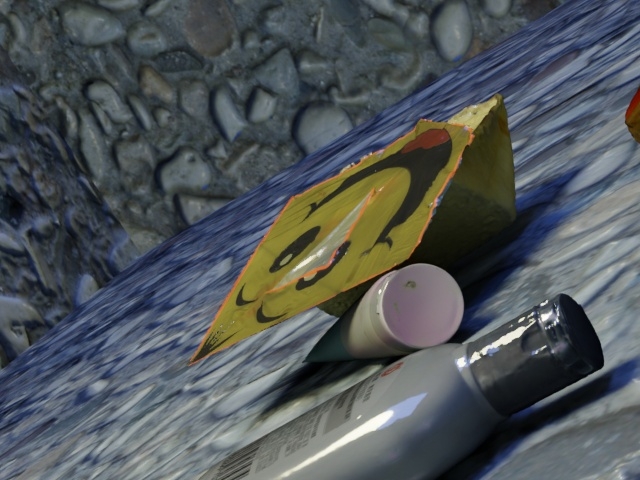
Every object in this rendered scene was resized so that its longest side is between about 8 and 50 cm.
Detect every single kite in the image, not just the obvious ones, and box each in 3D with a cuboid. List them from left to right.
[{"bbox_3d":[0.001,0.002,1.719,0.327,0.013,0.377,-44,18,-8],"label":"kite"}]

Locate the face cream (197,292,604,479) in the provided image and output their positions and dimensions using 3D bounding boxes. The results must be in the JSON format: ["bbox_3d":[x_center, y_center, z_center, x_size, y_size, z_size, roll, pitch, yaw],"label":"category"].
[{"bbox_3d":[0.043,0.121,1.214,0.291,0.071,0.144,-31,7,21],"label":"face cream"}]

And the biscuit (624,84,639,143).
[{"bbox_3d":[0.374,-0.213,1.770,0.283,0.064,0.432,-49,1,-8],"label":"biscuit"}]

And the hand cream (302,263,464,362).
[{"bbox_3d":[0.053,0.072,1.649,0.111,0.070,0.312,-36,-1,-10],"label":"hand cream"}]

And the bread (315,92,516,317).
[{"bbox_3d":[0.061,-0.058,1.849,0.240,0.135,0.178,-29,46,35],"label":"bread"}]
